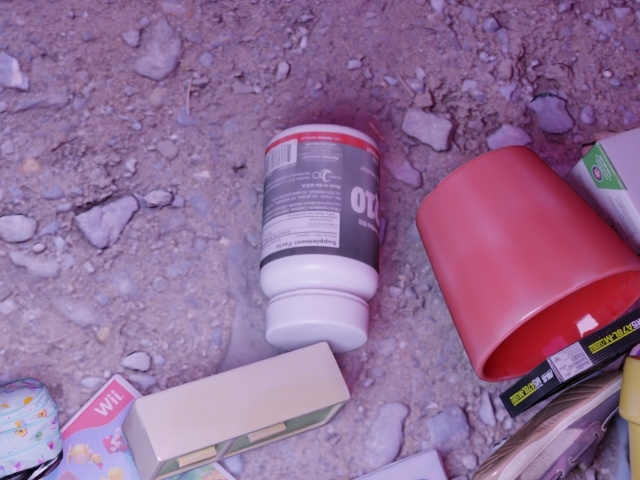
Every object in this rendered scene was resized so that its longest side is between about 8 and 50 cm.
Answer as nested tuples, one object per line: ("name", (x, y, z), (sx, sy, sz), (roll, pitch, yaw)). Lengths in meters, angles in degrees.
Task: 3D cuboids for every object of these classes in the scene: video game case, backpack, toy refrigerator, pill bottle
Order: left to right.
("backpack", (-0.399, 0.239, 1.564), (0.182, 0.152, 0.115), (-16, 114, -25))
("video game case", (-0.222, 0.333, 1.646), (0.285, 0.025, 0.204), (41, 65, 6))
("toy refrigerator", (-0.105, 0.222, 1.658), (0.270, 0.102, 0.094), (-14, 68, -26))
("pill bottle", (0.000, 0.000, 1.763), (0.161, 0.161, 0.283), (6, 67, -11))

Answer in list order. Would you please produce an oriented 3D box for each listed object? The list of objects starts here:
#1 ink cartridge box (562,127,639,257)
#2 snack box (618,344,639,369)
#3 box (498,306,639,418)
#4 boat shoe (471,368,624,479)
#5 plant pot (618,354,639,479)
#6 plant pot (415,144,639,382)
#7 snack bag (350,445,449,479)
("ink cartridge box", (0.411, -0.041, 1.854), (0.087, 0.208, 0.153), (-20, 74, -25))
("snack box", (0.497, 0.137, 1.901), (0.064, 0.022, 0.178), (34, 64, 0))
("box", (0.354, 0.162, 1.768), (0.191, 0.184, 0.045), (-25, 73, -22))
("boat shoe", (0.328, 0.276, 1.766), (0.285, 0.103, 0.092), (-33, 93, -28))
("plant pot", (0.505, 0.286, 1.693), (0.254, 0.254, 0.239), (10, 90, -9))
("plant pot", (0.271, 0.022, 1.781), (0.275, 0.275, 0.243), (-21, 64, -21))
("snack bag", (0.079, 0.471, 1.648), (0.323, 0.037, 0.342), (-20, 79, -22))
